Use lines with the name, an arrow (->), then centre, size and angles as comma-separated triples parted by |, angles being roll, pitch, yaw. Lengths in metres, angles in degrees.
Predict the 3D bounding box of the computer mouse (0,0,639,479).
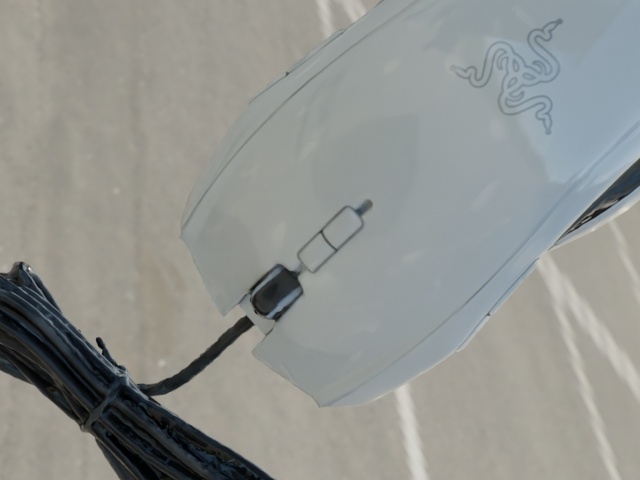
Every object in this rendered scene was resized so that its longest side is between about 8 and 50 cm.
computer mouse -> 0.000, 0.000, 0.354 | 0.106, 0.193, 0.042 | 49, 33, 5
